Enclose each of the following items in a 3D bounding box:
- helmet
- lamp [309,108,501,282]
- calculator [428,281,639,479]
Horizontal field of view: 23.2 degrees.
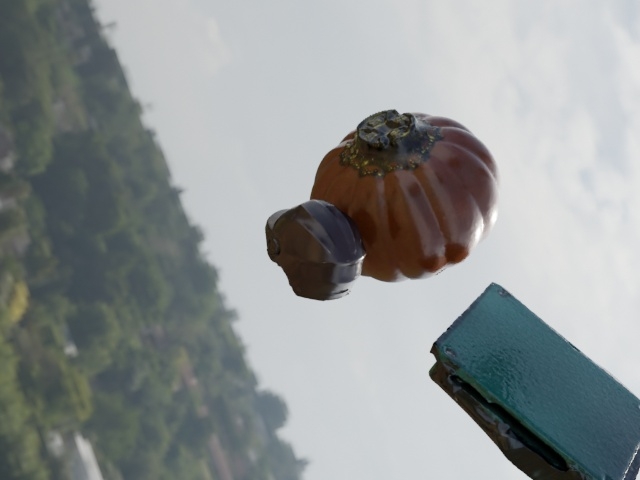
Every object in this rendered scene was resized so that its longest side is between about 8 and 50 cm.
[{"bbox_3d":[0.000,0.000,1.653,0.123,0.098,0.070,62,-39,19],"label":"helmet"},{"bbox_3d":[0.096,-0.051,1.781,0.223,0.223,0.196,-118,-172,-56],"label":"lamp"},{"bbox_3d":[0.251,0.180,1.782,0.274,0.058,0.248,39,28,4],"label":"calculator"}]
